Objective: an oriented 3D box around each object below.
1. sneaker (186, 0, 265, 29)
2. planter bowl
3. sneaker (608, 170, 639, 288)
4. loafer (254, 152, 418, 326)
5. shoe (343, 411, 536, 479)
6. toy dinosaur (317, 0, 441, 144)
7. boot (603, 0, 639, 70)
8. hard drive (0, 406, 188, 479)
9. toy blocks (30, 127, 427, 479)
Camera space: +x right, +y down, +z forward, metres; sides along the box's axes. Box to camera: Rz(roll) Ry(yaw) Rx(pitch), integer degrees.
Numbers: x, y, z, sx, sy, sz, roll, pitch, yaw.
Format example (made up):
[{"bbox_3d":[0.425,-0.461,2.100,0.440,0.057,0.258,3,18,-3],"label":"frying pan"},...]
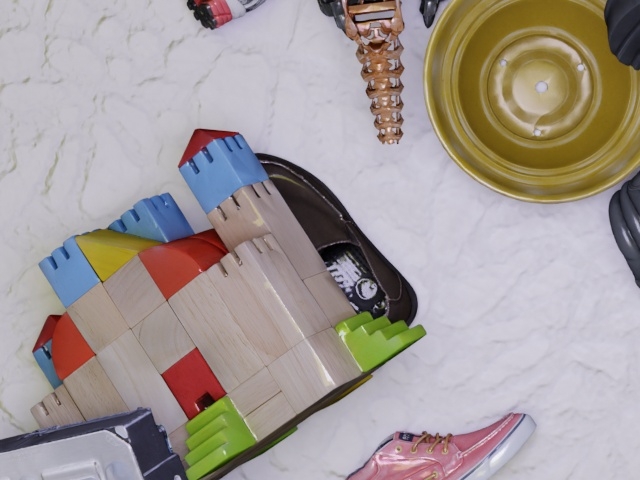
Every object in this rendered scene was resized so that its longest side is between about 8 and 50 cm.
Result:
[{"bbox_3d":[-0.109,-0.307,1.767,0.092,0.088,0.225,-23,86,-14],"label":"sneaker"},{"bbox_3d":[0.198,-0.139,1.704,0.217,0.090,0.217,0,90,2],"label":"planter bowl"},{"bbox_3d":[0.371,0.029,1.687,0.147,0.104,0.296,-33,107,36],"label":"sneaker"},{"bbox_3d":[0.000,0.000,1.738,0.220,0.078,0.080,40,94,6],"label":"loafer"},{"bbox_3d":[0.104,0.195,1.728,0.178,0.063,0.081,-40,89,10],"label":"shoe"},{"bbox_3d":[0.035,-0.255,1.669,0.164,0.218,0.322,16,92,7],"label":"toy dinosaur"},{"bbox_3d":[0.372,-0.241,1.665,0.131,0.348,0.260,-42,38,39],"label":"boot"},{"bbox_3d":[-0.184,0.323,1.639,0.237,0.064,0.339,-14,97,32],"label":"hard drive"},{"bbox_3d":[-0.133,0.079,1.694,0.381,0.191,0.261,-38,81,29],"label":"toy blocks"}]
